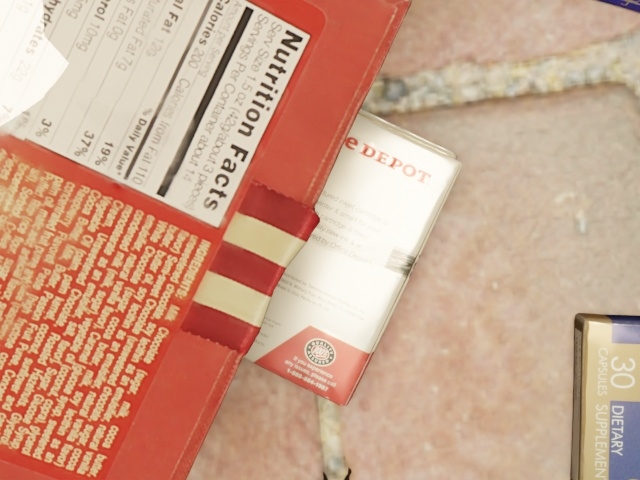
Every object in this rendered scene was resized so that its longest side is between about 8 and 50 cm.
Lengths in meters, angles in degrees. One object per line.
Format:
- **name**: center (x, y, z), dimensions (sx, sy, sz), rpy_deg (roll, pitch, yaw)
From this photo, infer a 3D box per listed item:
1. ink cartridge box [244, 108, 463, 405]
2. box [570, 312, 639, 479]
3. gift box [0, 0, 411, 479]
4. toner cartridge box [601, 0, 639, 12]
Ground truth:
- **ink cartridge box**: center (0.000, 0.000, 0.519), dimensions (0.099, 0.056, 0.135), rpy_deg (26, 93, 4)
- **box**: center (0.242, 0.108, 0.508), dimensions (0.225, 0.036, 0.137), rpy_deg (1, 91, 4)
- **gift box**: center (-0.150, -0.068, 0.424), dimensions (0.276, 0.258, 0.255), rpy_deg (29, 91, -18)
- **toner cartridge box**: center (0.265, -0.170, 0.482), dimensions (0.347, 0.075, 0.165), rpy_deg (17, 93, 5)
